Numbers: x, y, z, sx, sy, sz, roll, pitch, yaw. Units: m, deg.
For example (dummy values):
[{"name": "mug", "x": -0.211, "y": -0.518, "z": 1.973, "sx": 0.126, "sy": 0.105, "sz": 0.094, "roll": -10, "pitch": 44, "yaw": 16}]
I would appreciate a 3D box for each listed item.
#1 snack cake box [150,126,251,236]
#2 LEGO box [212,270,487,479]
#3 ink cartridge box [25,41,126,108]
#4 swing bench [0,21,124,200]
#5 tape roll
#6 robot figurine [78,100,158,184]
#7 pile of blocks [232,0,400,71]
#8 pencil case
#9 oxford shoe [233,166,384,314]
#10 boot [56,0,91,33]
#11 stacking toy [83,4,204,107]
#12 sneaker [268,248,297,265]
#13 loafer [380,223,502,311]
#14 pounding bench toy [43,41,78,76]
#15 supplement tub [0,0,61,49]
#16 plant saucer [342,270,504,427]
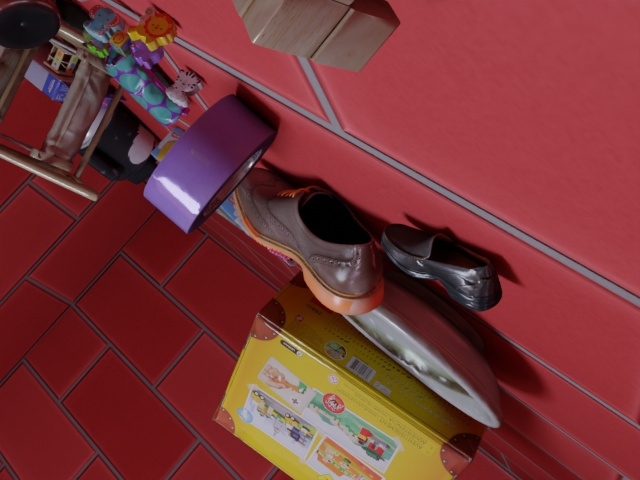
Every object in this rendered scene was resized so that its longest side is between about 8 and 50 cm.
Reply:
[{"name": "snack cake box", "x": -0.232, "y": -0.128, "z": 1.478, "sx": 0.264, "sy": 0.089, "sz": 0.152, "roll": 34, "pitch": 168, "yaw": 37}, {"name": "LEGO box", "x": 0.057, "y": 0.365, "z": 1.458, "sx": 0.500, "sy": 0.193, "sz": 0.372, "roll": 33, "pitch": 127, "yaw": 11}, {"name": "ink cartridge box", "x": -0.653, "y": -0.414, "z": 1.693, "sx": 0.311, "sy": 0.065, "sz": 0.186, "roll": 35, "pitch": -163, "yaw": 18}, {"name": "swing bench", "x": -0.465, "y": -0.243, "z": 1.179, "sx": 0.254, "sy": 0.253, "sz": 0.165, "roll": 27, "pitch": 179, "yaw": -33}, {"name": "tape roll", "x": -0.150, "y": -0.104, "z": 0.937, "sx": 0.080, "sy": 0.189, "sz": 0.189, "roll": 41, "pitch": 171, "yaw": -2}, {"name": "robot figurine", "x": -0.571, "y": -0.273, "z": 1.862, "sx": 0.278, "sy": 0.173, "sz": 0.209, "roll": 41, "pitch": 174, "yaw": -38}, {"name": "pile of blocks", "x": -0.086, "y": -0.245, "z": 0.359, "sx": 0.362, "sy": 0.149, "sz": 0.112, "roll": 34, "pitch": 130, "yaw": -16}, {"name": "pencil case", "x": -0.290, "y": -0.263, "z": 1.139, "sx": 0.070, "sy": 0.064, "sz": 0.152, "roll": -1, "pitch": 145, "yaw": 38}, {"name": "oxford shoe", "x": -0.021, "y": -0.042, "z": 1.054, "sx": 0.363, "sy": 0.130, "sz": 0.133, "roll": 40, "pitch": 142, "yaw": 39}, {"name": "boot", "x": -0.446, "y": -0.398, "z": 1.235, "sx": 0.106, "sy": 0.037, "sz": 0.114, "roll": 40, "pitch": 174, "yaw": -4}, {"name": "stacking toy", "x": -0.271, "y": -0.287, "z": 0.941, "sx": 0.221, "sy": 0.052, "sz": 0.167, "roll": 32, "pitch": 168, "yaw": 13}, {"name": "sneaker", "x": -0.109, "y": 0.022, "z": 1.863, "sx": 0.119, "sy": 0.047, "sz": 0.057, "roll": 44, "pitch": -178, "yaw": -14}, {"name": "loafer", "x": 0.137, "y": 0.014, "z": 0.786, "sx": 0.170, "sy": 0.062, "sz": 0.061, "roll": 29, "pitch": 144, "yaw": 37}, {"name": "pounding bench toy", "x": -0.601, "y": -0.434, "z": 1.623, "sx": 0.052, "sy": 0.065, "sz": 0.083, "roll": 37, "pitch": -162, "yaw": 16}, {"name": "supplement tub", "x": -0.448, "y": -0.378, "z": 0.966, "sx": 0.106, "sy": 0.106, "sz": 0.198, "roll": 74, "pitch": 171, "yaw": -74}, {"name": "plant saucer", "x": 0.166, "y": 0.154, "z": 1.169, "sx": 0.400, "sy": 0.100, "sz": 0.400, "roll": 39, "pitch": 170, "yaw": 8}]
